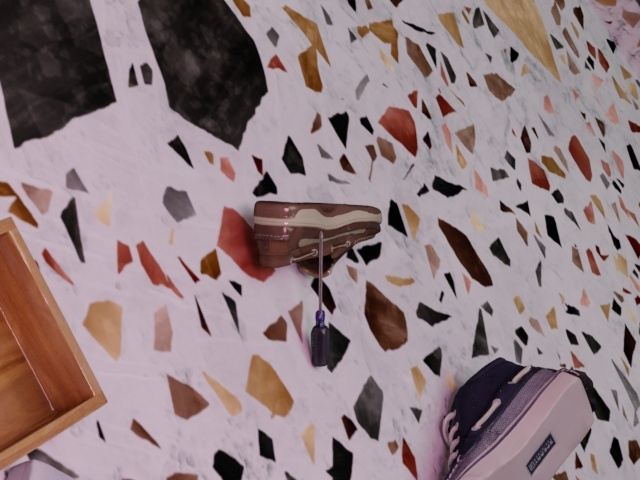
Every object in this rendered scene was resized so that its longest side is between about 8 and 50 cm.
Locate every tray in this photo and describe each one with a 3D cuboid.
[{"bbox_3d":[-0.369,0.134,1.207,0.202,0.076,0.411,63,32,-2],"label":"tray"}]

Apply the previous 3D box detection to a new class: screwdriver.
[{"bbox_3d":[0.000,0.072,1.755,0.025,0.024,0.169,-45,136,-82],"label":"screwdriver"}]

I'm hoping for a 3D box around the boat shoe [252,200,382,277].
[{"bbox_3d":[-0.007,0.000,1.815,0.257,0.095,0.095,0,93,-56],"label":"boat shoe"}]

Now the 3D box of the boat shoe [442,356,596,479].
[{"bbox_3d":[0.212,0.291,1.896,0.340,0.158,0.127,-41,123,-29],"label":"boat shoe"}]

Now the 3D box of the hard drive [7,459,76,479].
[{"bbox_3d":[-0.212,0.400,1.269,0.233,0.047,0.353,39,40,-34],"label":"hard drive"}]
